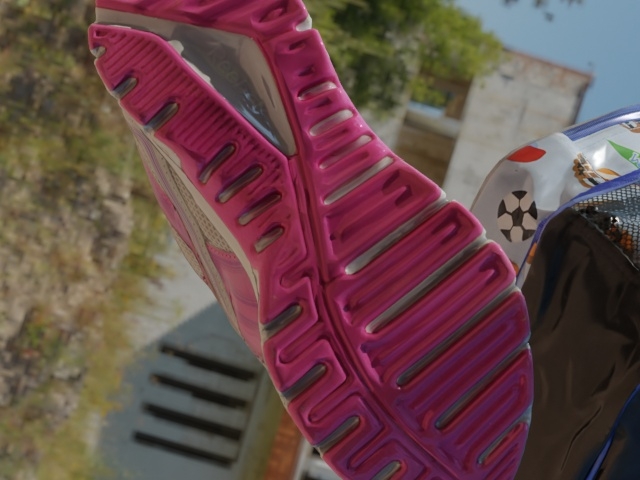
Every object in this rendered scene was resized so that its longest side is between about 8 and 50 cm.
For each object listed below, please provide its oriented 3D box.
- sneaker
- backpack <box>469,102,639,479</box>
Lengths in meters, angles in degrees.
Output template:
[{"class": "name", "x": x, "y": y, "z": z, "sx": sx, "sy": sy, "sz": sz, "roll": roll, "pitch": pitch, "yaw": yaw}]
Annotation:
[{"class": "sneaker", "x": 0.000, "y": 0.000, "z": 0.560, "sx": 0.252, "sy": 0.103, "sz": 0.111, "roll": 60, "pitch": -8, "yaw": 10}, {"class": "backpack", "x": 0.194, "y": 0.052, "z": 0.751, "sx": 0.213, "sy": 0.263, "sz": 0.276, "roll": 59, "pitch": -34, "yaw": 29}]
